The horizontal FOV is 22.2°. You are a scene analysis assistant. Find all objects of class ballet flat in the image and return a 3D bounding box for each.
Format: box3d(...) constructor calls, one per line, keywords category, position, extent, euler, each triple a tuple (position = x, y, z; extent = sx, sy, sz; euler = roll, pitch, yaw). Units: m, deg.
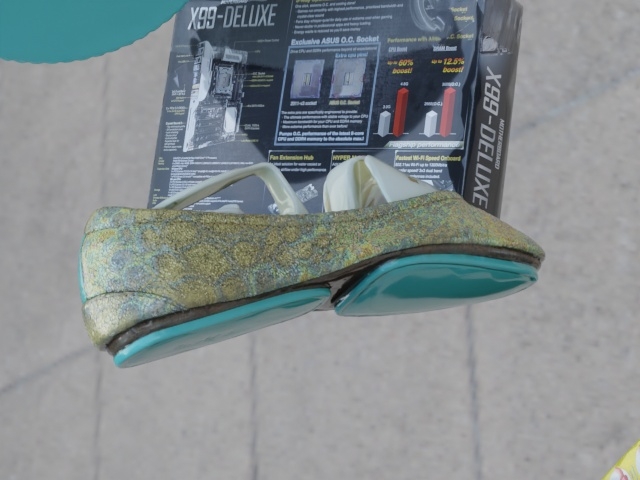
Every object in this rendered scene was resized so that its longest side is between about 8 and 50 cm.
box3d(category="ballet flat", position=(0.000, 0.000, 1.086), extent=(0.123, 0.349, 0.123), euler=(21, 115, 55))

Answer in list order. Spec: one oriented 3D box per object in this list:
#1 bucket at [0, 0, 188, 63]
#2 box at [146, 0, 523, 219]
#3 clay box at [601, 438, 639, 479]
box3d(category="bucket", position=(-0.206, -0.280, 1.220), extent=(0.281, 0.281, 0.183), euler=(-53, 43, 33))
box3d(category="box", position=(0.004, -0.087, 1.361), extent=(0.307, 0.076, 0.242), euler=(1, 78, 31))
box3d(category="clay box", position=(0.294, 0.193, 1.238), extent=(0.222, 0.053, 0.127), euler=(-59, 39, 44))
